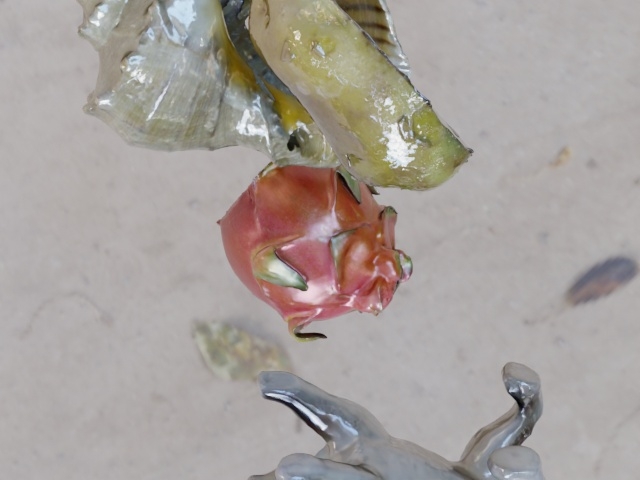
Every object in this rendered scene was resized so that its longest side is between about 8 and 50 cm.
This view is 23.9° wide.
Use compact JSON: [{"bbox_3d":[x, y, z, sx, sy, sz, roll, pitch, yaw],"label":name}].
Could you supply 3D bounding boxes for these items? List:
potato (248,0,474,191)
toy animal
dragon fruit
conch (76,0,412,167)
[{"bbox_3d":[0.019,-0.111,1.098,0.081,0.164,0.200,-41,93,7],"label":"potato"},{"bbox_3d":[0.068,0.294,1.577,0.344,0.194,0.303,2,126,-12],"label":"toy animal"},{"bbox_3d":[-0.005,-0.003,1.847,0.224,0.224,0.227,-44,99,6],"label":"dragon fruit"},{"bbox_3d":[-0.069,-0.188,1.360,0.324,0.186,0.263,17,127,-40],"label":"conch"}]
